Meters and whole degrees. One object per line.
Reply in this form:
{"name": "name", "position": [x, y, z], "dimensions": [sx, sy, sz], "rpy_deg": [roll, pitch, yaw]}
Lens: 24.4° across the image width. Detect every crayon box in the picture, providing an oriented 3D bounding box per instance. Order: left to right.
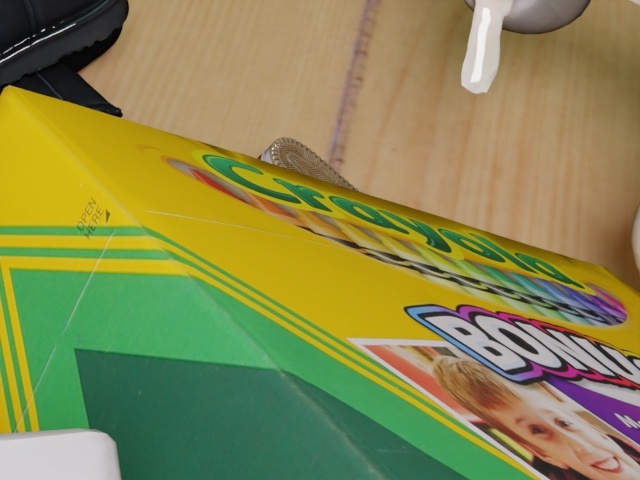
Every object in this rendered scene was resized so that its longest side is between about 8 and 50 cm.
{"name": "crayon box", "position": [0.079, 0.090, 0.541], "dimensions": [0.363, 0.106, 0.313], "rpy_deg": [16, 19, -42]}

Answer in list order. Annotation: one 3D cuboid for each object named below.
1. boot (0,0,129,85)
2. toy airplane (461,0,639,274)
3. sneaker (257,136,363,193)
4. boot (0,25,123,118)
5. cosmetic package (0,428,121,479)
{"name": "boot", "position": [-0.235, -0.164, 0.806], "dimensions": [0.246, 0.207, 0.094], "rpy_deg": [-29, 48, -13]}
{"name": "toy airplane", "position": [0.251, -0.073, 0.765], "dimensions": [0.272, 0.384, 0.386], "rpy_deg": [-54, 32, -6]}
{"name": "sneaker", "position": [0.000, 0.000, 0.837], "dimensions": [0.118, 0.067, 0.042], "rpy_deg": [44, 42, -8]}
{"name": "boot", "position": [-0.154, -0.099, 0.905], "dimensions": [0.121, 0.045, 0.099], "rpy_deg": [-26, 50, -24]}
{"name": "cosmetic package", "position": [-0.191, 0.288, 0.266], "dimensions": [0.329, 0.327, 0.394], "rpy_deg": [0, 42, -10]}
